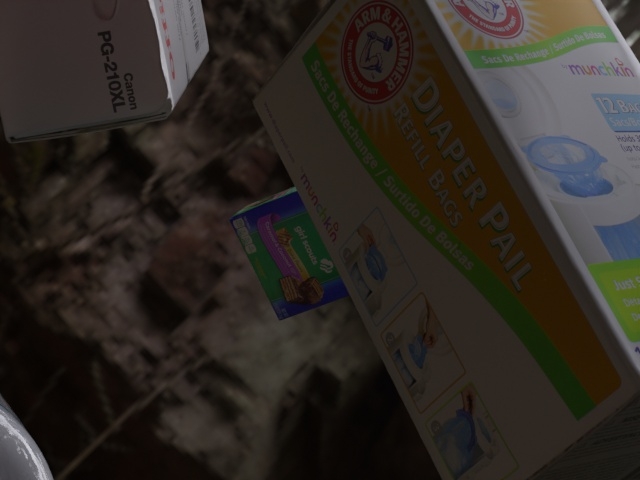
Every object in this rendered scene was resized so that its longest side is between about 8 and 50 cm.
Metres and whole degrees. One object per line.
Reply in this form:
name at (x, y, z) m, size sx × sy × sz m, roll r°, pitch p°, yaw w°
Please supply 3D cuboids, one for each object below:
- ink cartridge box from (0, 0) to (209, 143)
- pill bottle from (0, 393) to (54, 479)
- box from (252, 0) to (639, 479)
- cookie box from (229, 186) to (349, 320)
ink cartridge box at (-0.138, -0.168, 1.010) m, size 0.100 × 0.237 × 0.171 m, roll -10°, pitch -76°, yaw 4°
pill bottle at (-0.213, 0.129, 0.843) m, size 0.146 × 0.146 × 0.264 m, roll 61°, pitch -12°, yaw -16°
box at (0.078, -0.009, 0.657) m, size 0.103 × 0.114 × 0.203 m, roll -47°, pitch -121°, yaw 40°
cookie box at (0.000, 0.000, 1.281) m, size 0.107 × 0.040 × 0.091 m, roll -22°, pitch -79°, yaw 24°
